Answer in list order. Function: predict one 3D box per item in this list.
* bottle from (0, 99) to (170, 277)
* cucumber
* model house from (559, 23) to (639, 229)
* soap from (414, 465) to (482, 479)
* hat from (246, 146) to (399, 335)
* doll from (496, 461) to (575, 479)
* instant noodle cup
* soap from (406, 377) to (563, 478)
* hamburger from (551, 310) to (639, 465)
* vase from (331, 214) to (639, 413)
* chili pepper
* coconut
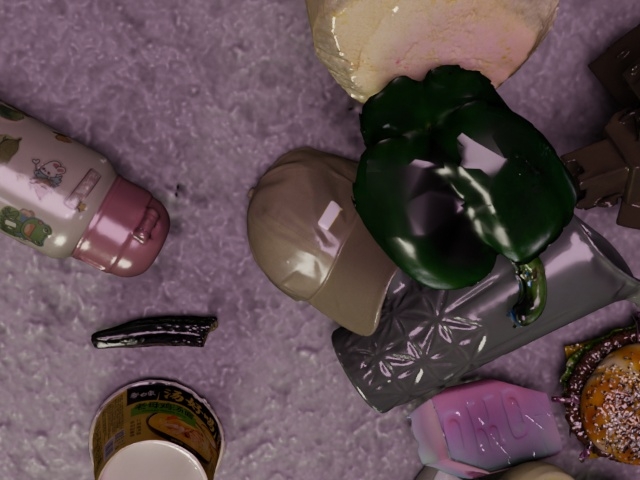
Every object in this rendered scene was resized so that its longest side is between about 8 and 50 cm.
[{"bbox_3d":[-0.271,-0.049,1.051,0.253,0.120,0.120,30,99,-11],"label":"bottle"},{"bbox_3d":[-0.177,0.097,1.135,0.134,0.033,0.034,2,65,-5],"label":"cucumber"},{"bbox_3d":[0.335,-0.113,1.038,0.243,0.204,0.211,-21,145,-10],"label":"model house"},{"bbox_3d":[0.129,0.348,1.201,0.121,0.064,0.183,33,97,-10],"label":"soap"},{"bbox_3d":[0.000,0.000,1.061,0.144,0.173,0.166,21,99,-15],"label":"hat"},{"bbox_3d":[0.277,0.317,1.140,0.296,0.117,0.141,30,91,-40],"label":"doll"},{"bbox_3d":[-0.177,0.238,1.121,0.151,0.122,0.151,-1,105,-4],"label":"instant noodle cup"},{"bbox_3d":[0.176,0.202,1.151,0.149,0.056,0.100,-8,74,-20],"label":"soap"},{"bbox_3d":[0.355,0.171,1.164,0.189,0.093,0.164,-27,103,0],"label":"hamburger"},{"bbox_3d":[0.154,0.051,1.100,0.301,0.156,0.251,-34,108,10],"label":"vase"},{"bbox_3d":[0.138,-0.032,0.956,0.174,0.165,0.261,-32,132,13],"label":"chili pepper"},{"bbox_3d":[0.093,-0.261,0.979,0.239,0.244,0.239,-2,143,-1],"label":"coconut"}]
